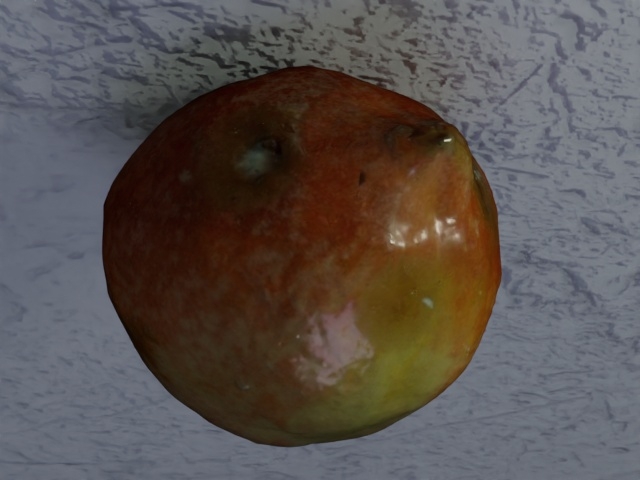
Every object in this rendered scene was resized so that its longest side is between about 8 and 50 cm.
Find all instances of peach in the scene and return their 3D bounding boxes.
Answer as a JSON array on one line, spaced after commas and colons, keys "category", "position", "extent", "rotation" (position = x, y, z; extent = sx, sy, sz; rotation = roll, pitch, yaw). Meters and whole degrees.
[{"category": "peach", "position": [0.000, 0.000, 0.940], "extent": [0.232, 0.232, 0.256], "rotation": [7, 142, -26]}]
